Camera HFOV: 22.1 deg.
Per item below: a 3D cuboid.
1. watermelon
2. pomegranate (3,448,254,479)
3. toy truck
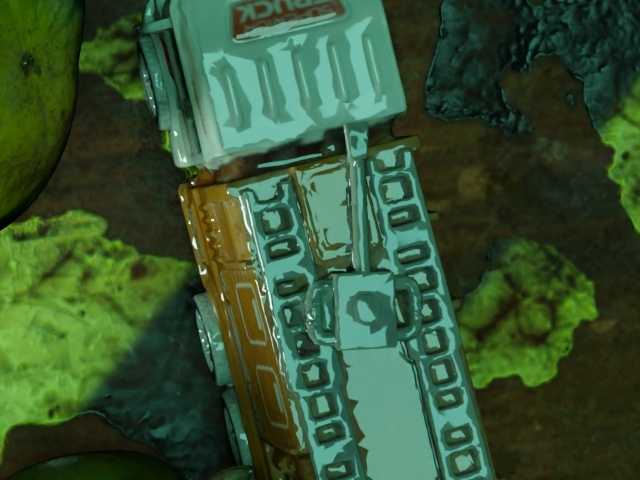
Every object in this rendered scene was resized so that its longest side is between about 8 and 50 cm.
[{"bbox_3d":[-0.268,-0.119,1.006,0.269,0.269,0.268,0,91,-10],"label":"watermelon"},{"bbox_3d":[-0.125,0.209,1.070,0.210,0.180,0.180,-29,97,18],"label":"pomegranate"},{"bbox_3d":[0.000,0.000,1.083,0.173,0.207,0.387,-15,93,-10],"label":"toy truck"}]
